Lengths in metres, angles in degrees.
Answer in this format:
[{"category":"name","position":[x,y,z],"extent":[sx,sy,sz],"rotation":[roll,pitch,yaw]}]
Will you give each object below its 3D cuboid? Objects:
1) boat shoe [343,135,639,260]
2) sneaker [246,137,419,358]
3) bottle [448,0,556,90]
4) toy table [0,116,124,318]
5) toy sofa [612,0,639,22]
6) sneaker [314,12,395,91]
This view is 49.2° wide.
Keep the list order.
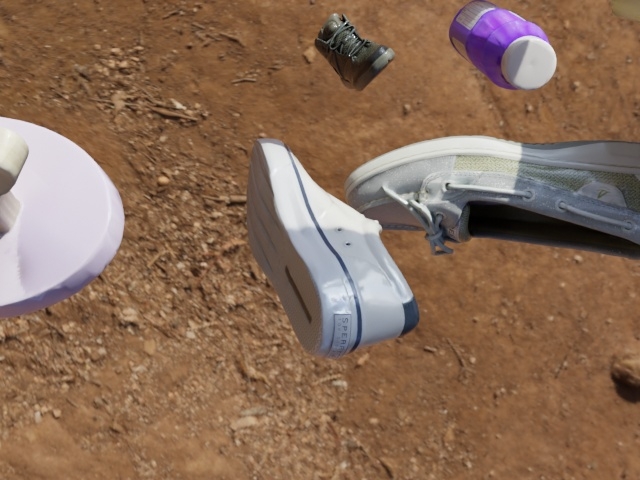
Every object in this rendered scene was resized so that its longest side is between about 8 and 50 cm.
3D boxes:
[{"category":"boat shoe","position":[0.178,-0.031,0.681],"extent":[0.118,0.320,0.103],"rotation":[63,31,-66]},{"category":"sneaker","position":[0.000,0.000,0.589],"extent":[0.091,0.258,0.094],"rotation":[0,129,-23]},{"category":"bottle","position":[0.265,-0.281,1.015],"extent":[0.118,0.283,0.092],"rotation":[33,110,-14]},{"category":"toy table","position":[-0.303,-0.045,0.518],"extent":[0.161,0.274,0.252],"rotation":[69,21,-65]},{"category":"toy sofa","position":[0.441,-0.160,0.586],"extent":[0.362,0.150,0.177],"rotation":[12,114,-13]},{"category":"sneaker","position":[0.053,-0.337,1.244],"extent":[0.087,0.227,0.130],"rotation":[-43,107,2]}]
